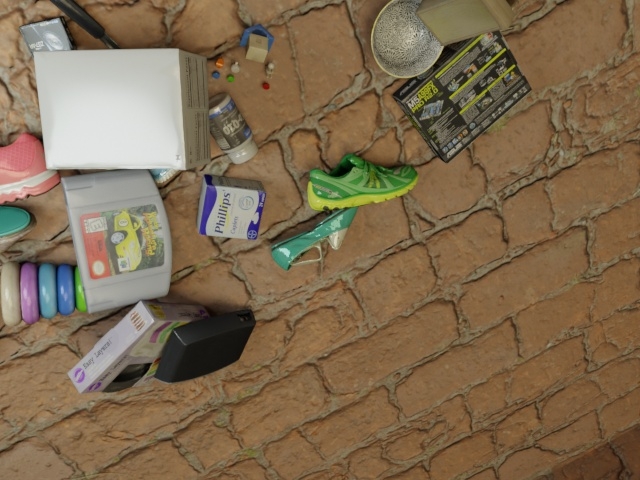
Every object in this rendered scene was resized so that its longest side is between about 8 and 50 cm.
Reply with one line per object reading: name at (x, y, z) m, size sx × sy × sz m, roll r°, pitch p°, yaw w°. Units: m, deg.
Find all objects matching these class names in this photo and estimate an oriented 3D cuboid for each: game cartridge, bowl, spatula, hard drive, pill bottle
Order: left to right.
spatula at (-0.403, -0.374, 1.100) m, size 0.084 × 0.030 × 0.296 m, roll -38°, pitch 123°, yaw 16°
game cartridge at (-0.420, -0.004, 1.220) m, size 0.196 × 0.060 × 0.294 m, roll -14°, pitch 109°, yaw -30°
hard drive at (-0.274, 0.263, 1.415) m, size 0.255 × 0.054 × 0.172 m, roll -8°, pitch 131°, yaw -53°
pill bottle at (-0.193, -0.236, 1.221) m, size 0.078 × 0.078 × 0.137 m, roll -31°, pitch 124°, yaw 0°
bowl at (0.174, -0.442, 1.226) m, size 0.170 × 0.080 × 0.170 m, roll -9°, pitch 121°, yaw -15°

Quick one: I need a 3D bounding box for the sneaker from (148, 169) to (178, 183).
sneaker at (-0.307, -0.192, 1.218) m, size 0.162 × 0.063 × 0.073 m, roll -37°, pitch 120°, yaw 4°

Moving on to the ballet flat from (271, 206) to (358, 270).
ballet flat at (0.000, 0.000, 1.410) m, size 0.247 × 0.083 × 0.087 m, roll -29°, pitch 84°, yaw 3°

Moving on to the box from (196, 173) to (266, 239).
box at (-0.206, -0.075, 1.312) m, size 0.137 × 0.072 × 0.126 m, roll 5°, pitch 116°, yaw -20°

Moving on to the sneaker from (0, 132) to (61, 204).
sneaker at (-0.684, -0.128, 1.118) m, size 0.314 × 0.116 × 0.136 m, roll -17°, pitch 109°, yaw -13°

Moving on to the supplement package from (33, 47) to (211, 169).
supplement package at (-0.349, -0.236, 1.041) m, size 0.262 × 0.145 × 0.204 m, roll 1°, pitch 103°, yaw 7°

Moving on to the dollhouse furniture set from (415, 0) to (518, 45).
dollhouse furniture set at (0.321, -0.525, 1.130) m, size 0.212 × 0.161 × 0.242 m, roll 37°, pitch 74°, yaw -31°

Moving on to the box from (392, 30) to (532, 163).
box at (0.335, -0.348, 1.347) m, size 0.270 × 0.060 × 0.216 m, roll -42°, pitch 122°, yaw 7°

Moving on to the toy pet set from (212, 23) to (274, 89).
toy pet set at (-0.149, -0.382, 1.178) m, size 0.122 × 0.065 × 0.114 m, roll 8°, pitch 150°, yaw -19°

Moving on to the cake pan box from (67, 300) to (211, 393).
cake pan box at (-0.418, 0.252, 1.354) m, size 0.267 × 0.070 × 0.246 m, roll -43°, pitch 157°, yaw 9°

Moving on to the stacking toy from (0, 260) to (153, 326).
stacking toy at (-0.524, 0.109, 1.287) m, size 0.330 × 0.141 × 0.141 m, roll -2°, pitch 119°, yaw -24°

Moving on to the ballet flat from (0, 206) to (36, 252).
ballet flat at (-0.737, 0.001, 1.174) m, size 0.316 × 0.107 × 0.106 m, roll -6°, pitch 140°, yaw -9°

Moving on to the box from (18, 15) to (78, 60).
box at (-0.503, -0.372, 1.061) m, size 0.083 × 0.018 × 0.067 m, roll -8°, pitch 122°, yaw 7°

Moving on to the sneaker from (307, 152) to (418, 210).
sneaker at (0.107, -0.147, 1.346) m, size 0.296 × 0.109 × 0.123 m, roll -14°, pitch 99°, yaw -26°
